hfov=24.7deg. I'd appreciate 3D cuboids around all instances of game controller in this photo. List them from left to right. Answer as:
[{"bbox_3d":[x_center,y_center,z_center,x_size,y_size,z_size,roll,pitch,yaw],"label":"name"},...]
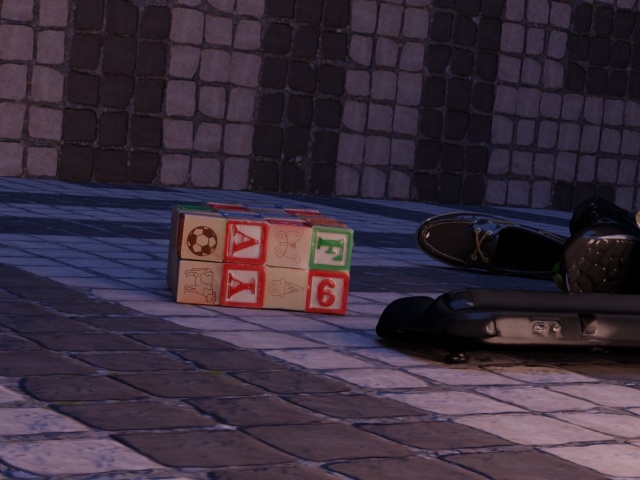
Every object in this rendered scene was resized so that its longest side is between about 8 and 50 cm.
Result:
[{"bbox_3d":[0.213,0.082,1.312,0.319,0.067,0.166,4,-9,-26],"label":"game controller"}]

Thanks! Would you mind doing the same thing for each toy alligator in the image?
[{"bbox_3d":[0.353,0.047,1.888,0.051,0.056,0.190,54,25,20],"label":"toy alligator"}]

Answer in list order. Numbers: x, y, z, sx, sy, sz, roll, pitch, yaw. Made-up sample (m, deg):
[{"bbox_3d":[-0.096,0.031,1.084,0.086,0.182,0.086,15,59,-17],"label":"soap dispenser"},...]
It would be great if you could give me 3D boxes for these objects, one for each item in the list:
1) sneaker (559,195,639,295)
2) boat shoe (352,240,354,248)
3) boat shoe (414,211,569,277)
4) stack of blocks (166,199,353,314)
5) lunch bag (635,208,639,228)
[{"bbox_3d":[0.331,0.005,1.758,0.124,0.107,0.283,51,19,25],"label":"sneaker"},{"bbox_3d":[0.000,0.000,2.050,0.142,0.049,0.040,17,-26,46],"label":"boat shoe"},{"bbox_3d":[0.246,0.005,2.039,0.228,0.081,0.069,8,1,1],"label":"boat shoe"},{"bbox_3d":[-0.077,0.010,1.572,0.171,0.087,0.297,4,5,-9],"label":"stack of blocks"},{"bbox_3d":[0.531,-0.033,1.645,0.287,0.169,0.235,-22,-1,28],"label":"lunch bag"}]
